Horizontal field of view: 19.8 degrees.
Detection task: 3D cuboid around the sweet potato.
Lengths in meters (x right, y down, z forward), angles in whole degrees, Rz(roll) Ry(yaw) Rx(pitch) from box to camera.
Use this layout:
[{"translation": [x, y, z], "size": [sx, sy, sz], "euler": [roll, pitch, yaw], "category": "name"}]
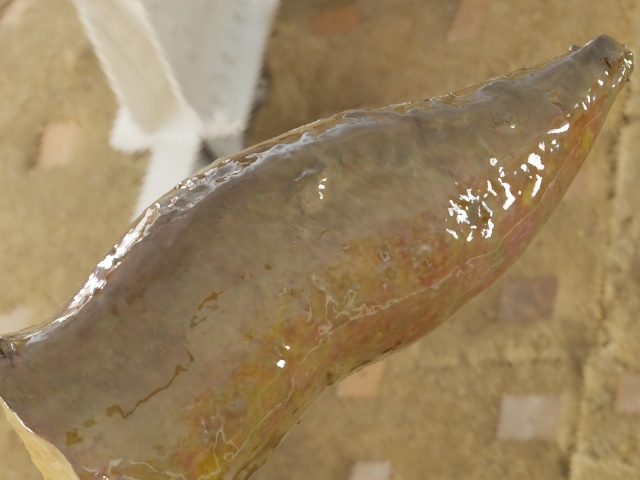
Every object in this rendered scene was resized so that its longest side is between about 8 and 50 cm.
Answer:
[{"translation": [0.001, 0.002, 0.833], "size": [0.336, 0.131, 0.131], "euler": [-39, -137, -12], "category": "sweet potato"}]
